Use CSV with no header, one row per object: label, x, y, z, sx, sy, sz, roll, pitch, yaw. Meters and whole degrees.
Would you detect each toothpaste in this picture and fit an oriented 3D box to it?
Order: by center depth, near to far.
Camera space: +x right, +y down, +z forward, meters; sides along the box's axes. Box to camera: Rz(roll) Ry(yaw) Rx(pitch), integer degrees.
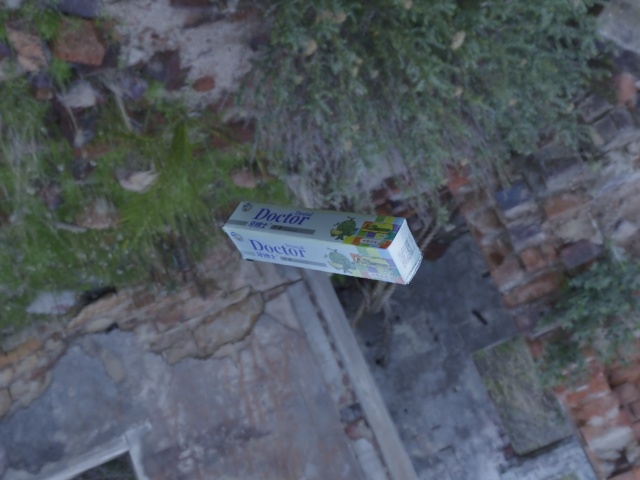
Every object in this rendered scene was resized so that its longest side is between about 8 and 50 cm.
toothpaste,0.000,0.000,0.605,0.164,0.034,0.046,8,143,36
